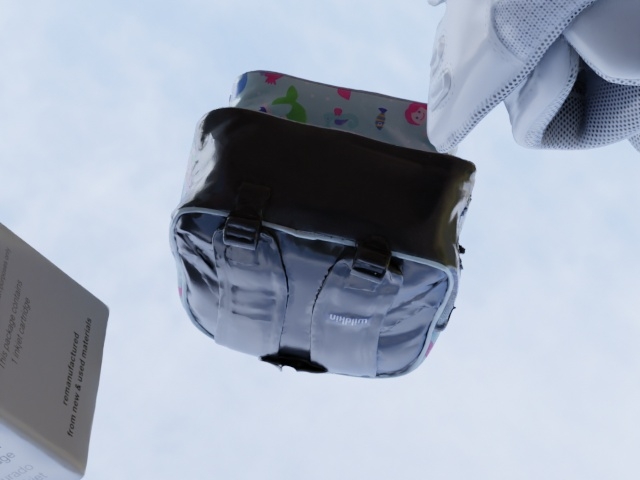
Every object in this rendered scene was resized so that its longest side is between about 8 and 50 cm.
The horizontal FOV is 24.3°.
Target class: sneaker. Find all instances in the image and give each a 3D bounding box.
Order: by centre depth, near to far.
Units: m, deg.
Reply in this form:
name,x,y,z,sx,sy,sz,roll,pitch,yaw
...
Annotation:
name,x,y,z,sx,sy,sz,roll,pitch,yaw
sneaker,0.068,-0.138,0.681,0.137,0.366,0.210,0,-94,-25

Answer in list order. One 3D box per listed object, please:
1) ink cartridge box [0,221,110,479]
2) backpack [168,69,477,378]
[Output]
name,x,y,z,sx,sy,sz,roll,pitch,yaw
ink cartridge box,-0.383,0.053,0.995,0.395,0.285,0.166,43,-148,-35
backpack,0.000,0.000,1.150,0.225,0.253,0.191,12,-123,4
